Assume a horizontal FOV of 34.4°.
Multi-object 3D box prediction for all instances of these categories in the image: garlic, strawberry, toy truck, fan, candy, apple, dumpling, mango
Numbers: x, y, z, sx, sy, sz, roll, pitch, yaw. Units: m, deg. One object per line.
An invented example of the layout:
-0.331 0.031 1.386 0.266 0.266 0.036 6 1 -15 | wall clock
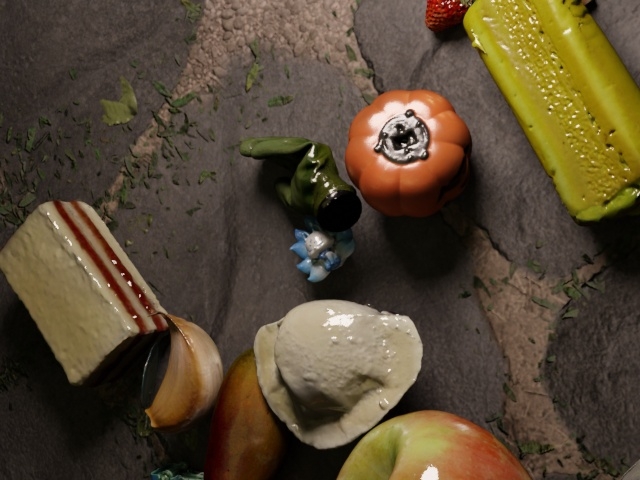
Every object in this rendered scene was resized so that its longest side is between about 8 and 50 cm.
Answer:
-0.211 0.222 1.722 0.128 0.115 0.207 13 102 36 | garlic
0.181 -0.343 1.518 0.083 0.073 0.073 -36 73 42 | strawberry
-0.202 0.428 1.756 0.175 0.067 0.081 2 97 27 | toy truck
-0.297 0.258 1.792 0.005 0.113 0.175 11 117 3 | fan
-0.420 0.093 1.835 0.179 0.135 0.321 -48 67 23 | candy
0.162 0.403 1.410 0.277 0.319 0.319 40 114 -14 | apple
0.015 0.197 1.542 0.243 0.175 0.227 152 126 -63 | dumpling
-0.111 0.302 1.668 0.133 0.111 0.268 12 88 18 | mango

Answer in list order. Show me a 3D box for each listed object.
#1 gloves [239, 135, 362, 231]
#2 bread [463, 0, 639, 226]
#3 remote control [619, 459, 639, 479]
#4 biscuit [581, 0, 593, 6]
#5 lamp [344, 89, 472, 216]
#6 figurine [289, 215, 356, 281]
-0.026 -0.100 1.599 0.268 0.107 0.135 38 135 42 | gloves
0.340 -0.202 1.397 0.166 0.112 0.384 -36 76 36 | bread
0.492 0.282 1.373 0.077 0.022 0.245 47 113 19 | remote control
0.326 -0.355 1.458 0.130 0.019 0.120 28 105 27 | biscuit
0.129 -0.122 1.501 0.187 0.164 0.188 -3 74 10 | lamp
0.000 0.000 1.619 0.114 0.079 0.114 2 93 35 | figurine
